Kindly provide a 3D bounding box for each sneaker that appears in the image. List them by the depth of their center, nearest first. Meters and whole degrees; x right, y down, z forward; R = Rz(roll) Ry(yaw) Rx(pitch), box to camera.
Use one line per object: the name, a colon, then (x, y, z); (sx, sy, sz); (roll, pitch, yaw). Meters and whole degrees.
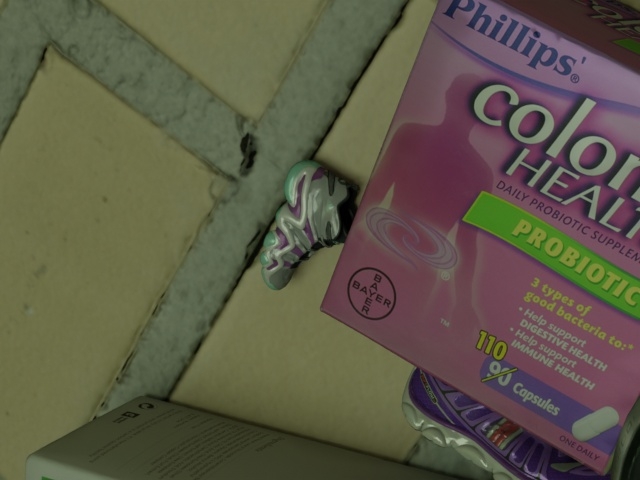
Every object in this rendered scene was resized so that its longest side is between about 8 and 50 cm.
sneaker: (0.132, 0.122, 1.262); (0.170, 0.068, 0.071); (27, 110, 20)
sneaker: (0.000, 0.000, 1.313); (0.069, 0.038, 0.098); (25, 115, 21)

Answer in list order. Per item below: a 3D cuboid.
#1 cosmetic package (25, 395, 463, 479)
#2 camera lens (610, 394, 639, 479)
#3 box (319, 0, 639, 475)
cosmetic package: (-0.016, 0.252, 1.329); (0.365, 0.155, 0.197); (11, 108, 27)
camera lens: (0.298, 0.118, 1.046); (0.219, 0.274, 0.219); (8, 108, 27)
box: (0.149, -0.020, 1.180); (0.213, 0.117, 0.243); (30, 116, 18)
